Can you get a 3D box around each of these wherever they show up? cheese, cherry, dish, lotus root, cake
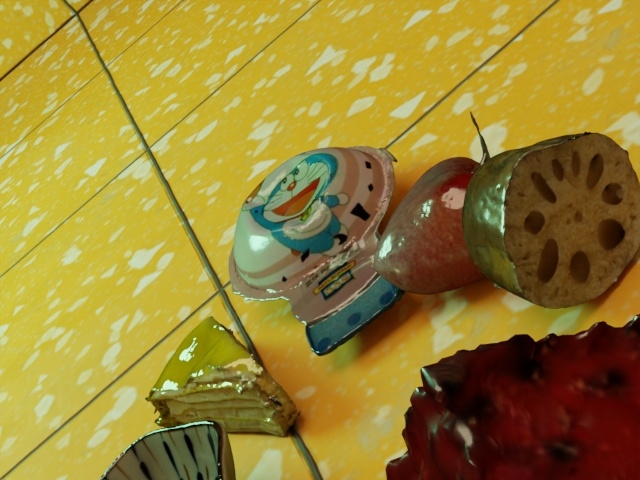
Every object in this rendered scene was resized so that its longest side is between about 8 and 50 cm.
[{"bbox_3d":[0.000,0.000,1.108,0.189,0.074,0.286,-38,31,9],"label":"cheese"},{"bbox_3d":[0.105,-0.013,0.970,0.126,0.087,0.106,-44,22,29],"label":"cherry"},{"bbox_3d":[-0.118,0.224,0.927,0.191,0.066,0.190,-34,28,21],"label":"dish"},{"bbox_3d":[0.157,-0.012,0.871,0.122,0.112,0.081,-17,5,-25],"label":"lotus root"},{"bbox_3d":[-0.097,0.125,1.044,0.116,0.079,0.185,-39,30,-2],"label":"cake"}]

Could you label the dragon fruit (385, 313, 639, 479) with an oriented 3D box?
[{"bbox_3d":[0.220,0.164,0.536,0.329,0.228,0.286,-16,55,-16],"label":"dragon fruit"}]
